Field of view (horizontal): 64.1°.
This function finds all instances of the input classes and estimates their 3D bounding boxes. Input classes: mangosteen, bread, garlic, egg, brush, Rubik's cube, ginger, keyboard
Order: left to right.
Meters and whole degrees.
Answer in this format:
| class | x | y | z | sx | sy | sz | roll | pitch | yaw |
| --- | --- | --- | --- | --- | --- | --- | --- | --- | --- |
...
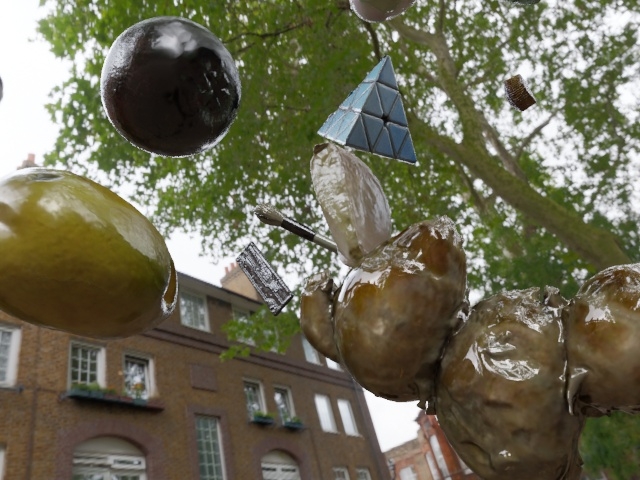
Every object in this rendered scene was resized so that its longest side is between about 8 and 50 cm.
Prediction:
| class | x | y | z | sx | sy | sz | roll | pitch | yaw |
| --- | --- | --- | --- | --- | --- | --- | --- | --- | --- |
| mangosteen | -0.330 | -0.323 | 1.092 | 0.300 | 0.300 | 0.300 | -11 | -36 | -8 |
| keyboard | -0.101 | 0.064 | 0.903 | 0.053 | 0.155 | 0.010 | -49 | -36 | 11 |
| brush | 0.000 | 0.000 | 0.978 | 0.299 | 0.039 | 0.042 | 27 | -21 | 14 |
| garlic | 0.048 | -0.041 | 0.727 | 0.087 | 0.195 | 0.101 | -26 | -21 | 30 |
| Rubik's cube | 0.127 | -0.323 | 1.411 | 0.228 | 0.233 | 0.229 | -22 | -25 | -6 |
| egg | 0.140 | -0.574 | 1.097 | 0.183 | 0.183 | 0.217 | 0 | -30 | -22 |
| ginger | 0.146 | 0.102 | 0.518 | 0.176 | 0.375 | 0.256 | -24 | -54 | -58 |
| bread | 0.452 | -0.337 | 1.175 | 0.053 | 0.085 | 0.085 | -30 | -37 | 30 |

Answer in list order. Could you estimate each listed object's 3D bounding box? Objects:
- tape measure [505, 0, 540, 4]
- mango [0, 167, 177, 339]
| class | x | y | z | sx | sy | sz | roll | pitch | yaw |
| --- | --- | --- | --- | --- | --- | --- | --- | --- | --- |
| tape measure | 0.338 | -0.502 | 0.917 | 0.175 | 0.200 | 0.106 | 7 | -27 | 3 |
| mango | -0.213 | 0.027 | 0.484 | 0.167 | 0.130 | 0.262 | 27 | -16 | 3 |
